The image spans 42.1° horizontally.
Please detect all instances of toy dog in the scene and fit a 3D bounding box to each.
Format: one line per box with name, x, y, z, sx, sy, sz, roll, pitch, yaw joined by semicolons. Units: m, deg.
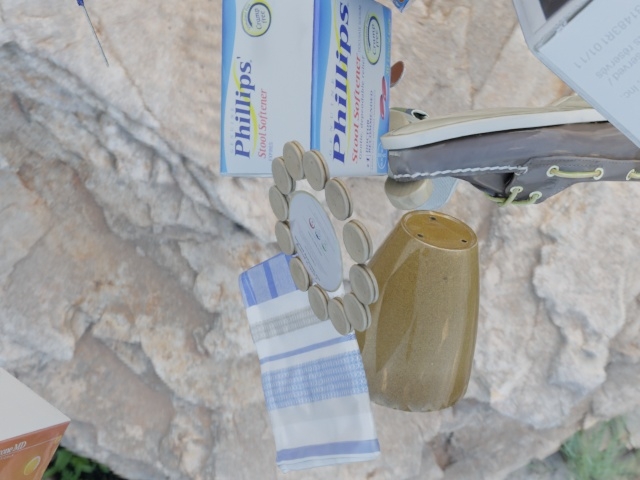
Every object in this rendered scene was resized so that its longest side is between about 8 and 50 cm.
toy dog;0.143;-0.219;1.460;0.161;0.333;0.220;-23;153;5

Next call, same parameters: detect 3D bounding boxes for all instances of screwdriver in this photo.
screwdriver;-0.351;-0.335;1.236;0.025;0.024;0.169;-33;121;-36

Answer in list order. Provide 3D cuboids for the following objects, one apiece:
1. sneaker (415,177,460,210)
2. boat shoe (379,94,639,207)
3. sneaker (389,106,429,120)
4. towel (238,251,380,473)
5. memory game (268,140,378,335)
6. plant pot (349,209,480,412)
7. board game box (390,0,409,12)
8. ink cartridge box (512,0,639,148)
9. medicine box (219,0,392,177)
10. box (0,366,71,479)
sneaker;0.280;-0.171;1.826;0.094;0.151;0.256;35;140;-6
boat shoe;0.206;-0.082;0.789;0.325;0.117;0.096;-11;104;-27
sneaker;0.189;-0.233;1.682;0.086;0.192;0.064;18;100;28
towel;-0.022;0.150;1.061;0.034;0.209;0.284;-5;78;-37
memory game;0.000;0.000;0.758;0.012;0.186;0.186;-20;113;-24
plant pot;0.150;0.090;1.280;0.237;0.237;0.254;9;119;-10
board game box;0.082;-0.398;1.136;0.039;0.211;0.160;-41;96;3
ink cartridge box;0.208;-0.119;0.469;0.307;0.303;0.072;30;126;-27
medicine box;-0.013;-0.223;1.201;0.149;0.289;0.263;4;97;23
box;-0.573;0.389;1.262;0.168;0.215;0.345;30;98;16
